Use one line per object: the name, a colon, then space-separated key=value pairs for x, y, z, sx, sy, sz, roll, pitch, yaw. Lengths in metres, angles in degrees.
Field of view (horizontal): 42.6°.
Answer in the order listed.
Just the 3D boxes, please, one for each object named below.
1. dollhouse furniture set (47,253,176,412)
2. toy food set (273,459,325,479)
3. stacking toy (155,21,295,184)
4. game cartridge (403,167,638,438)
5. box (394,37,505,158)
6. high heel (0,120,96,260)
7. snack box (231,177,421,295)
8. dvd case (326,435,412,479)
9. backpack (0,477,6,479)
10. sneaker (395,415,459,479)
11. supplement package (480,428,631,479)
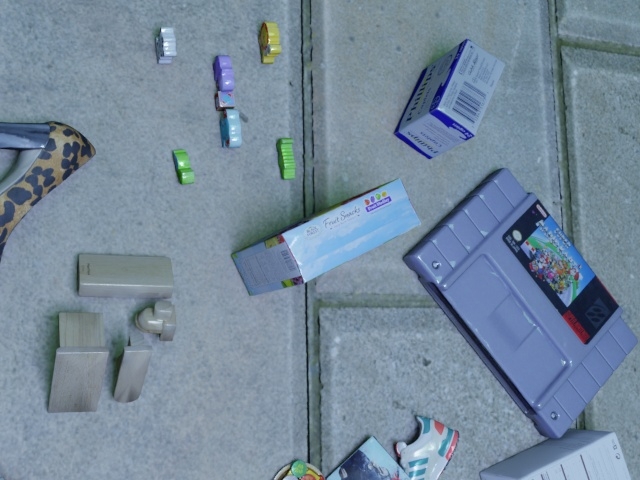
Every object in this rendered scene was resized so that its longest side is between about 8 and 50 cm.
dollhouse furniture set: x=-0.259 y=0.115 z=1.019 sx=0.144 sy=0.123 sz=0.151 roll=3 pitch=45 yaw=-22
toy food set: x=-0.029 y=0.334 z=1.079 sx=0.082 sy=0.020 sz=0.083 roll=39 pitch=70 yaw=-12
stacking toy: x=-0.124 y=-0.187 z=1.110 sx=0.166 sy=0.052 sz=0.221 roll=-7 pitch=85 yaw=-23
game cartridge: x=0.313 y=0.089 z=1.239 sx=0.230 sy=0.068 sz=0.355 roll=-42 pitch=98 yaw=-18
box: x=0.185 y=-0.202 z=1.190 sx=0.072 sy=0.137 sz=0.126 roll=30 pitch=71 yaw=-14
high heel: x=-0.352 y=-0.014 z=0.984 sx=0.186 sy=0.093 sz=0.261 roll=-3 pitch=99 yaw=-47
snack box: x=0.000 y=0.000 z=1.044 sx=0.174 sy=0.207 sz=0.070 roll=-26 pitch=91 yaw=-24
dvd case: x=0.079 y=0.334 z=1.093 sx=0.087 sy=0.013 sz=0.119 roll=-40 pitch=76 yaw=-9
backpack: x=-0.350 y=0.336 z=0.867 sx=0.182 sy=0.115 sz=0.152 roll=60 pitch=27 yaw=-30
sneaker: x=0.126 y=0.318 z=1.134 sx=0.075 sy=0.057 sz=0.161 roll=30 pitch=74 yaw=6
supplement package: x=0.341 y=0.353 z=1.179 sx=0.179 sy=0.105 sz=0.105 roll=-17 pitch=88 yaw=-23
